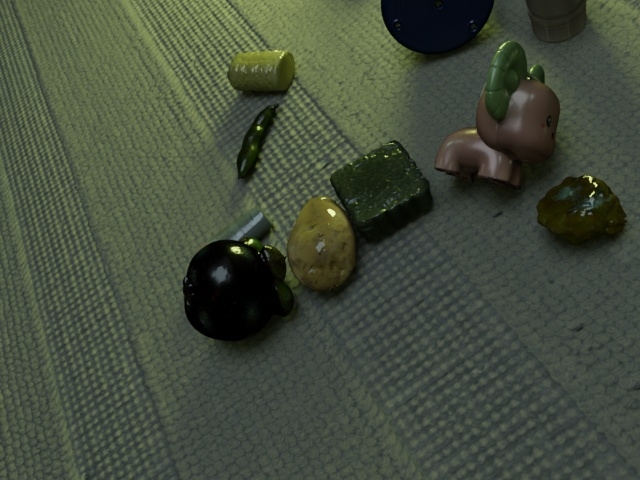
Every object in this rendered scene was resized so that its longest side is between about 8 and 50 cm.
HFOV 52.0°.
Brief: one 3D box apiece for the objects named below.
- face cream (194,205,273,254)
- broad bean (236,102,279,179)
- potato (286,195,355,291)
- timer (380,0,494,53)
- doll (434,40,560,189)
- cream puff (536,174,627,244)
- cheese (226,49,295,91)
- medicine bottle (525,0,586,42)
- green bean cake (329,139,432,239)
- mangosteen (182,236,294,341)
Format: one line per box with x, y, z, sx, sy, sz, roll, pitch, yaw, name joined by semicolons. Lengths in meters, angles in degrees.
-0.209;-0.001;1.588;0.198;0.057;0.084;-37;50;3;face cream
-0.176;-0.265;1.746;0.065;0.046;0.254;6;62;30;broad bean
0.005;-0.001;1.434;0.161;0.128;0.235;3;57;26;potato
0.280;-0.683;1.684;0.270;0.270;0.383;-17;40;16;timer
0.371;-0.248;1.335;0.216;0.284;0.268;16;93;33;doll
0.494;-0.049;1.239;0.146;0.116;0.146;-33;28;20;cream puff
-0.165;-0.475;1.847;0.167;0.094;0.123;4;52;24;cheese
0.520;-0.576;1.465;0.133;0.250;0.133;-13;54;19;medicine bottle
0.137;-0.111;1.459;0.185;0.094;0.183;-31;51;5;green bean cake
-0.179;0.102;1.420;0.243;0.243;0.243;-13;55;19;mangosteen
